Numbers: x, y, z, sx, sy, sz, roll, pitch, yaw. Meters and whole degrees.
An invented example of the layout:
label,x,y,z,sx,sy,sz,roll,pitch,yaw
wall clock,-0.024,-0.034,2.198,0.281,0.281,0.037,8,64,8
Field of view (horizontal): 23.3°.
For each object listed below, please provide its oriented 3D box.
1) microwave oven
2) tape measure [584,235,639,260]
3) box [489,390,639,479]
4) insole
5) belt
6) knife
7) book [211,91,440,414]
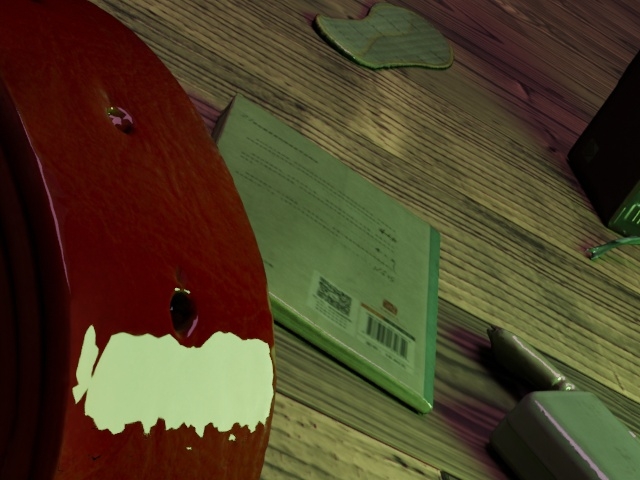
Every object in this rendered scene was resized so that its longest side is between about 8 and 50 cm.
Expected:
label,x,y,z,sx,sy,sz,roll,pitch,yaw
microwave oven,0.422,-0.116,1.723,0.178,0.247,0.188,25,23,-20
tape measure,0.420,0.059,1.572,0.330,0.084,0.164,24,20,-32
box,0.218,0.199,1.016,0.103,0.055,0.243,8,36,-52
insole,0.080,-0.230,1.751,0.119,0.009,0.348,42,22,12
belt,-0.158,0.008,0.608,0.115,0.227,0.324,12,34,-52
knife,0.248,0.186,1.116,0.365,0.043,0.089,43,-11,22
book,0.000,0.000,1.136,0.215,0.025,0.282,34,22,-8
